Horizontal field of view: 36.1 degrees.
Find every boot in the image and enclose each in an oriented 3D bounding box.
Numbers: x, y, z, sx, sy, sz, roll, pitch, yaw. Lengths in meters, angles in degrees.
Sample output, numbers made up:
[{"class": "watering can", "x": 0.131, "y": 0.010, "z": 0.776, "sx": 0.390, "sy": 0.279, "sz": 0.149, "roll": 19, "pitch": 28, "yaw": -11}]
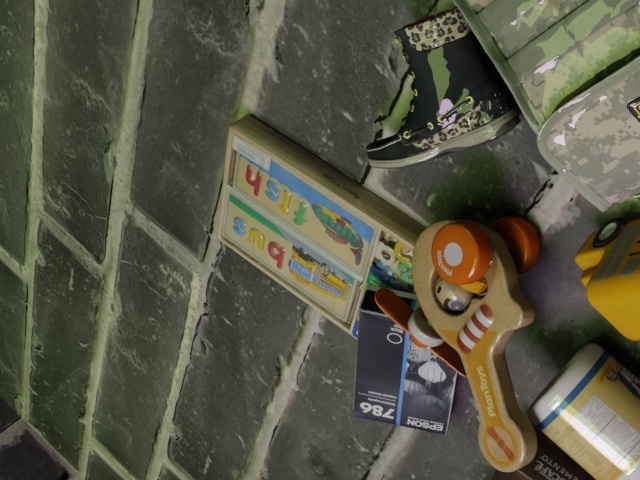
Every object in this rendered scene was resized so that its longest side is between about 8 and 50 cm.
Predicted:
[{"class": "boot", "x": 0.135, "y": -0.200, "z": 1.311, "sx": 0.236, "sy": 0.085, "sz": 0.179, "roll": -13, "pitch": 108, "yaw": 42}]

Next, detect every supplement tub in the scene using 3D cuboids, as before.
[{"class": "supplement tub", "x": 0.403, "y": 0.255, "z": 1.350, "sx": 0.199, "sy": 0.144, "sz": 0.144, "roll": 42, "pitch": 141, "yaw": 12}]

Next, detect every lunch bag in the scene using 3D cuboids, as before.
[{"class": "lunch bag", "x": 0.301, "y": -0.193, "z": 0.942, "sx": 0.235, "sy": 0.169, "sz": 0.287, "roll": -34, "pitch": 84, "yaw": 33}]

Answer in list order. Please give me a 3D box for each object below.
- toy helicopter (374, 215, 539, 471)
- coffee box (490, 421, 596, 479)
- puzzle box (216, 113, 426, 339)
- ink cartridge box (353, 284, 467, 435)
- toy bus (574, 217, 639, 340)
[{"class": "toy helicopter", "x": 0.206, "y": 0.146, "z": 1.365, "sx": 0.235, "sy": 0.140, "sz": 0.355, "roll": -24, "pitch": 78, "yaw": 46}, {"class": "coffee box", "x": 0.345, "y": 0.440, "z": 1.574, "sx": 0.168, "sy": 0.119, "sz": 0.297, "roll": 35, "pitch": 139, "yaw": 21}, {"class": "puzzle box", "x": 0.000, "y": 0.000, "z": 1.627, "sx": 0.409, "sy": 0.052, "sz": 0.272, "roll": 34, "pitch": 139, "yaw": 21}, {"class": "ink cartridge box", "x": 0.140, "y": 0.220, "z": 1.593, "sx": 0.165, "sy": 0.065, "sz": 0.333, "roll": 10, "pitch": 135, "yaw": 11}, {"class": "toy bus", "x": 0.420, "y": 0.033, "z": 1.114, "sx": 0.108, "sy": 0.130, "sz": 0.332, "roll": 41, "pitch": 156, "yaw": -12}]
